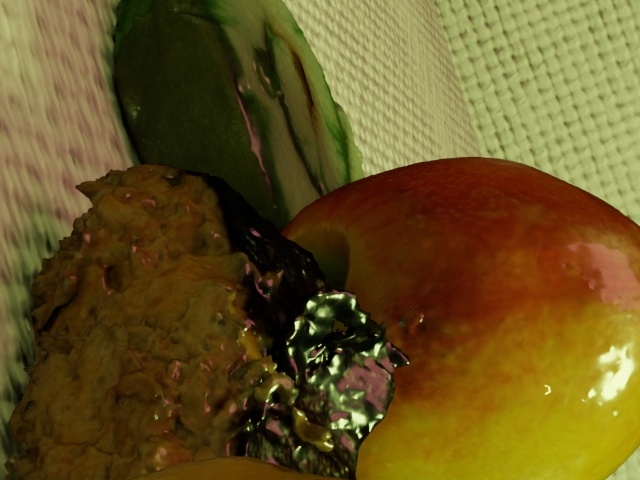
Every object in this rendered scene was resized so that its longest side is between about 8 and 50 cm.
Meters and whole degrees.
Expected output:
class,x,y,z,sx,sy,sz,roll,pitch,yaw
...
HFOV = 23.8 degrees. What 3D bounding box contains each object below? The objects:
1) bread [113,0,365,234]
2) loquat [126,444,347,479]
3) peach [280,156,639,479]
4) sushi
class,x,y,z,sx,sy,sz,roll,pitch,yaw
bread,-0.059,-0.099,1.471,0.382,0.129,0.366,15,57,-72
loquat,-0.045,0.268,0.729,0.328,0.328,0.328,-19,90,-75
peach,0.127,0.084,1.256,0.372,0.373,0.290,53,13,-48
sushi,-0.074,0.091,1.015,0.207,0.234,0.348,55,17,-41
